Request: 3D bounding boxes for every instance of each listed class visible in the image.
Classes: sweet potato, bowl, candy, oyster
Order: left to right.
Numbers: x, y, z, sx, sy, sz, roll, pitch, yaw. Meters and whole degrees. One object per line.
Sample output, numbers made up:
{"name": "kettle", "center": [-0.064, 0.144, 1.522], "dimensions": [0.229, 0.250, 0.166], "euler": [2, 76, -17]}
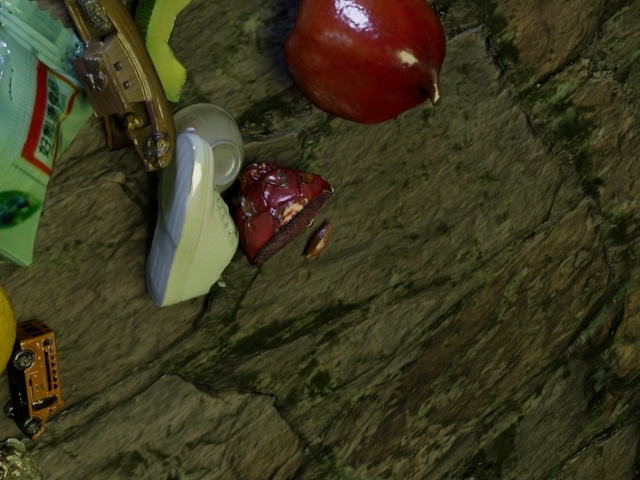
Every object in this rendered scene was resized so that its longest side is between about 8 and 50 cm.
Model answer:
{"name": "oyster", "center": [-0.547, 0.436, 1.927], "dimensions": [0.125, 0.064, 0.177], "euler": [-35, 118, -43]}
{"name": "candy", "center": [-0.477, -0.175, 1.688], "dimensions": [0.263, 0.172, 0.398], "euler": [47, 55, -52]}
{"name": "bowl", "center": [-0.199, -0.148, 1.954], "dimensions": [0.189, 0.086, 0.189], "euler": [-17, 119, -34]}
{"name": "sweet potato", "center": [0.000, 0.000, 2.217], "dimensions": [0.095, 0.034, 0.034], "euler": [-54, 132, -4]}

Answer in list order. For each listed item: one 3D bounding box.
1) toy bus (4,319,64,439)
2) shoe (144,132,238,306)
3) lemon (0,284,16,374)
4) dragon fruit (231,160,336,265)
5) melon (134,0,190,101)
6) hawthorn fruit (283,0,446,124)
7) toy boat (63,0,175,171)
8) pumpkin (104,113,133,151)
{"name": "toy bus", "center": [-0.497, 0.241, 1.867], "dimensions": [0.088, 0.083, 0.194], "euler": [-17, 117, -35]}
{"name": "shoe", "center": [-0.203, -0.034, 1.910], "dimensions": [0.160, 0.132, 0.363], "euler": [-9, 135, -30]}
{"name": "lemon", "center": [-0.577, 0.136, 1.642], "dimensions": [0.228, 0.253, 0.228], "euler": [-4, 97, -37]}
{"name": "dragon fruit", "center": [-0.096, -0.072, 2.043], "dimensions": [0.224, 0.148, 0.218], "euler": [-39, 170, -40]}
{"name": "melon", "center": [-0.269, -0.346, 1.819], "dimensions": [0.118, 0.064, 0.209], "euler": [4, 104, -54]}
{"name": "hawthorn fruit", "center": [0.083, -0.356, 1.960], "dimensions": [0.295, 0.311, 0.295], "euler": [-5, 99, -33]}
{"name": "toy boat", "center": [-0.323, -0.260, 1.739], "dimensions": [0.121, 0.089, 0.321], "euler": [-48, 122, -53]}
{"name": "pumpkin", "center": [-0.341, -0.201, 1.844], "dimensions": [0.073, 0.035, 0.101], "euler": [-41, 152, -36]}
